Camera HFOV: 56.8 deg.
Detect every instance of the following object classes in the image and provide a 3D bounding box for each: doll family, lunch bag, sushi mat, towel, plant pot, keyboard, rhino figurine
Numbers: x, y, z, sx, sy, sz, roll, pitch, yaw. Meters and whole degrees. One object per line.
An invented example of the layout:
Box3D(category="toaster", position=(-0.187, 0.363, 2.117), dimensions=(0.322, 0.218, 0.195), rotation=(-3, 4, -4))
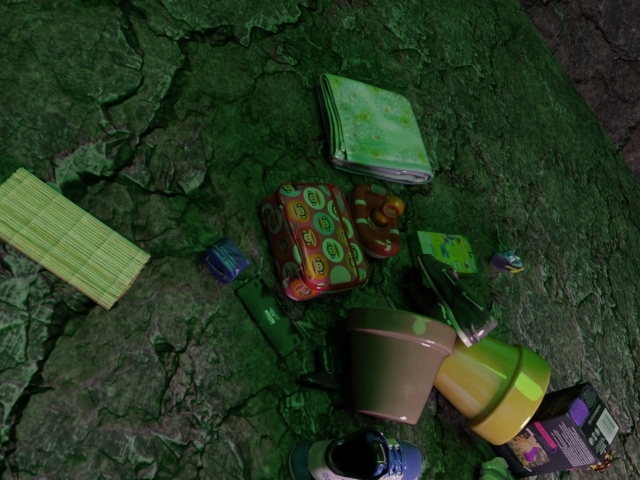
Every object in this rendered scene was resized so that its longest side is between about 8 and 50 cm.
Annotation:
Box3D(category="doll family", position=(0.826, 0.631, 1.756), dimensions=(0.193, 0.076, 0.111), rotation=(-8, 65, -42))
Box3D(category="lunch bag", position=(0.000, 0.000, 1.489), dimensions=(0.258, 0.120, 0.293), rotation=(-3, 68, -42))
Box3D(category="lunch bag", position=(-0.220, 0.044, 1.328), dimensions=(0.098, 0.067, 0.065), rotation=(47, 47, -3))
Box3D(category="sushi mat", position=(-0.507, -0.005, 1.179), dimensions=(0.316, 0.019, 0.151), rotation=(37, 48, -13))
Box3D(category="towel", position=(0.168, -0.342, 1.822), dimensions=(0.374, 0.090, 0.320), rotation=(7, 62, -34))
Box3D(category="plant pot", position=(0.409, 0.347, 1.514), dimensions=(0.239, 0.254, 0.254), rotation=(33, 48, 5))
Box3D(category="plant pot", position=(0.167, 0.295, 1.370), dimensions=(0.263, 0.263, 0.229), rotation=(23, 70, -25))
Box3D(category="keyboard", position=(-0.109, 0.171, 1.370), dimensions=(0.100, 0.038, 0.192), rotation=(-33, 88, -20))
Box3D(category="rhino figurine", position=(0.304, 0.163, 1.642), dimensions=(0.243, 0.073, 0.106), rotation=(51, 43, 2))

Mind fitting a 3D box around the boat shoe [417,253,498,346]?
Box3D(category="boat shoe", position=(0.346, 0.132, 1.509), dimensions=(0.112, 0.095, 0.335), rotation=(52, 11, -35))

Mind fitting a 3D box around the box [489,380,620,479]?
Box3D(category="box", position=(0.592, 0.493, 1.526), dimensions=(0.165, 0.270, 0.143), rotation=(-27, 82, -42))

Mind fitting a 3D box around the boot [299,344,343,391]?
Box3D(category="boot", position=(0.001, 0.290, 1.364), dimensions=(0.121, 0.045, 0.099), rotation=(20, 56, -35))

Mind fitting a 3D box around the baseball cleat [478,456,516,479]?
Box3D(category="baseball cleat", position=(0.490, 0.621, 1.516), dimensions=(0.206, 0.072, 0.109), rotation=(33, 43, -22))

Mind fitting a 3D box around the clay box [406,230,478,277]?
Box3D(category="clay box", position=(0.368, 0.045, 1.769), dimensions=(0.222, 0.053, 0.127), rotation=(6, 61, -35))

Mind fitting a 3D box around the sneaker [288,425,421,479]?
Box3D(category="sneaker", position=(0.111, 0.472, 1.246), dimensions=(0.315, 0.182, 0.127), rotation=(13, 59, -30))

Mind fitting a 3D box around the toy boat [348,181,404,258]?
Box3D(category="toy boat", position=(0.170, -0.068, 1.621), dimensions=(0.151, 0.151, 0.231), rotation=(15, 57, -29))

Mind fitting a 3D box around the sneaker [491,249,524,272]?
Box3D(category="sneaker", position=(0.607, 0.061, 1.938), dimensions=(0.144, 0.053, 0.059), rotation=(22, 54, -36))
